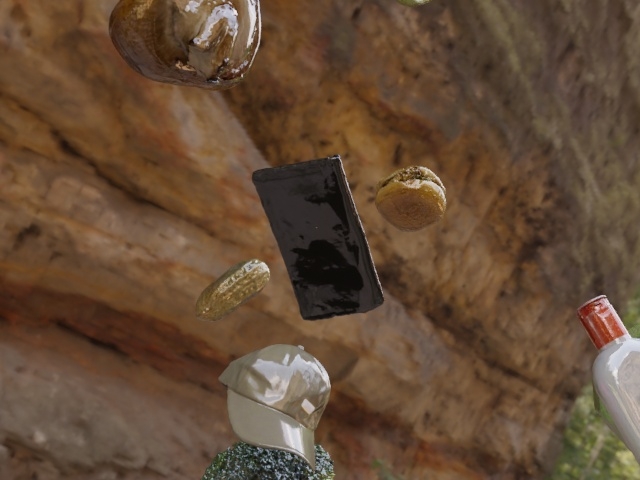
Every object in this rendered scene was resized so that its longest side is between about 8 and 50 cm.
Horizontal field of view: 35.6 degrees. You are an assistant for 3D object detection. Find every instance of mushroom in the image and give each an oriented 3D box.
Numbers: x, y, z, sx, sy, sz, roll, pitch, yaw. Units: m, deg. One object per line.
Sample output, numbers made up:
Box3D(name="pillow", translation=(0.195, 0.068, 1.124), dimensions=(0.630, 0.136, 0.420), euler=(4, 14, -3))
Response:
Box3D(name="mushroom", translation=(-0.210, -0.409, 1.793), dimensions=(0.259, 0.346, 0.345), euler=(6, -8, 34))

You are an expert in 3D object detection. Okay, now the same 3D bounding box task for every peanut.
Box3D(name="peanut", translation=(-0.199, 0.109, 2.213), dimensions=(0.083, 0.194, 0.093), euler=(60, -9, -34))

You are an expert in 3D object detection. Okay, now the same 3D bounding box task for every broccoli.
Box3D(name="broccoli", translation=(-0.092, 0.390, 1.532), dimensions=(0.226, 0.176, 0.198), euler=(8, 14, -42))

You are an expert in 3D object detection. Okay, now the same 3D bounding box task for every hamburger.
Box3D(name="hamburger", translation=(0.186, -0.085, 2.031), dimensions=(0.147, 0.138, 0.083), euler=(41, 34, -37))

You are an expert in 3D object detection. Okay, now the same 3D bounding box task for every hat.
Box3D(name="hat", translation=(-0.039, 0.220, 1.371), dimensions=(0.166, 0.144, 0.173), euler=(29, -6, -22))

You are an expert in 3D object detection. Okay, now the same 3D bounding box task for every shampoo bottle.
Box3D(name="shampoo bottle", translation=(0.359, 0.165, 1.118), dimensions=(0.108, 0.051, 0.221), euler=(-17, 69, -27))

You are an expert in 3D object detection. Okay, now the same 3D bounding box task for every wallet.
Box3D(name="wallet", translation=(0.000, 0.001, 1.564), dimensions=(0.146, 0.285, 0.030), euler=(-10, 30, 16))

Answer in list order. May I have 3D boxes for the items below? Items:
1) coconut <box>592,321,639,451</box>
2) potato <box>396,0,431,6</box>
Box3D(name="coconut", translation=(0.540, 0.241, 1.533), dimensions=(0.235, 0.236, 0.204), euler=(27, -9, 6))
Box3D(name="potato", translation=(0.213, -0.533, 2.067), dimensions=(0.120, 0.149, 0.081), euler=(67, -23, 10))
